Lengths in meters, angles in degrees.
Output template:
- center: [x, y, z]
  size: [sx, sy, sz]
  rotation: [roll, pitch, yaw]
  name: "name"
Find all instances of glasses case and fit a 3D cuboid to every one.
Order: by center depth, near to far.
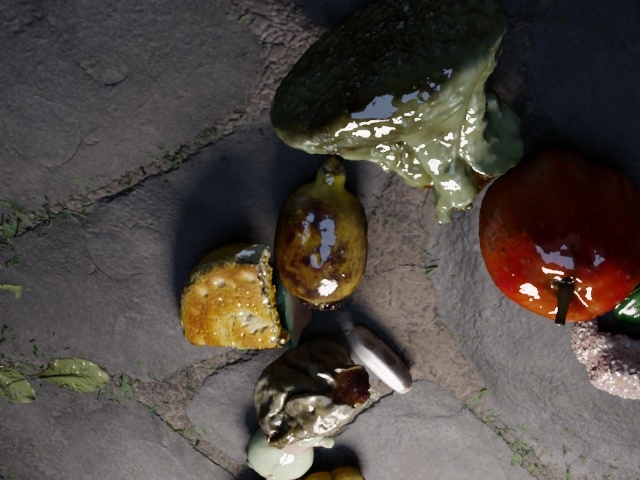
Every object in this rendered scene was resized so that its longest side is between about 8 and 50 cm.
- center: [0.117, 0.230, 1.975]
  size: [0.041, 0.063, 0.164]
  rotation: [-38, 106, 28]
  name: "glasses case"

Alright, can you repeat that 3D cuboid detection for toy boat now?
- center: [0.613, 0.092, 1.820]
  size: [0.104, 0.052, 0.210]
  rotation: [30, 123, -30]
  name: "toy boat"

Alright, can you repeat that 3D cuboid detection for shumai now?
- center: [0.150, -0.197, 1.614]
  size: [0.397, 0.324, 0.323]
  rotation: [-20, 128, 24]
  name: "shumai"
- center: [-0.021, 0.277, 1.914]
  size: [0.218, 0.185, 0.184]
  rotation: [-23, 75, -10]
  name: "shumai"

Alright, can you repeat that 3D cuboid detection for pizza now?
- center: [-0.152, 0.121, 1.917]
  size: [0.226, 0.086, 0.335]
  rotation: [38, 135, -3]
  name: "pizza"

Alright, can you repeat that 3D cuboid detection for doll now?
- center: [-0.069, 0.409, 2.075]
  size: [0.154, 0.113, 0.275]
  rotation: [29, 119, -13]
  name: "doll"

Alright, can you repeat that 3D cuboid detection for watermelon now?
- center: [-0.071, 0.110, 1.955]
  size: [0.101, 0.080, 0.155]
  rotation: [19, 130, 40]
  name: "watermelon"

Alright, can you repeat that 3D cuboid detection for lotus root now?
- center: [0.000, 0.000, 1.823]
  size: [0.169, 0.141, 0.314]
  rotation: [8, 118, 10]
  name: "lotus root"

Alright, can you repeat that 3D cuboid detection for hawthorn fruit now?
- center: [0.395, 0.018, 1.662]
  size: [0.287, 0.330, 0.287]
  rotation: [8, 132, 9]
  name: "hawthorn fruit"

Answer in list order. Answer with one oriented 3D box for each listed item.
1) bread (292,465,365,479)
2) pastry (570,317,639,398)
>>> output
- center: [-0.060, 0.552, 2.155]
  size: [0.344, 0.084, 0.124]
  rotation: [-19, 138, 19]
  name: "bread"
- center: [0.579, 0.235, 1.872]
  size: [0.265, 0.112, 0.103]
  rotation: [23, 138, 0]
  name: "pastry"
